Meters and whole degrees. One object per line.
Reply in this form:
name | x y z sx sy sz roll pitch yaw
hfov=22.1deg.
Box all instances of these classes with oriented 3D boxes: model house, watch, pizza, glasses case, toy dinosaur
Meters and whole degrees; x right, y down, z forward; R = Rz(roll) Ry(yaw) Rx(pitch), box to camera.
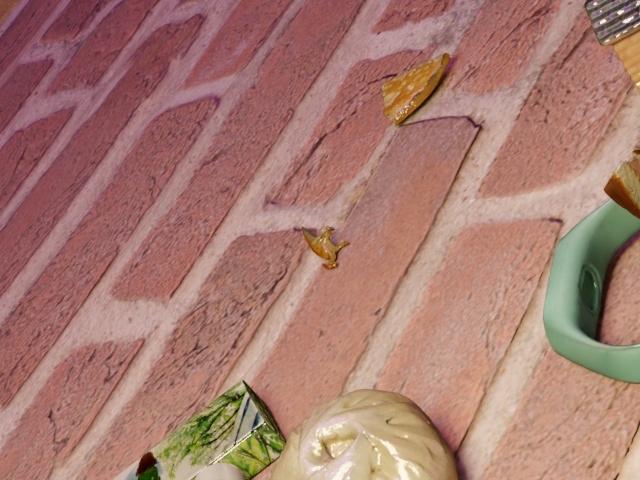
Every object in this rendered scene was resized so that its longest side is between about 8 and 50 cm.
model house | 0.385 -0.254 1.745 0.183 0.172 0.166 -31 23 18
watch | 0.309 0.029 1.550 0.195 0.068 0.237 -17 36 32
pizza | 0.116 -0.198 2.138 0.123 0.026 0.108 -49 28 -14
glasses case | -0.167 0.266 1.765 0.272 0.062 0.095 -38 28 2
toy dinosaur | 0.003 -0.002 1.984 0.041 0.026 0.113 -52 36 13

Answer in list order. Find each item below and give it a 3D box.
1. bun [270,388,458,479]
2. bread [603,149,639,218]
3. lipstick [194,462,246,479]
bun | 0.034 0.225 1.527 0.178 0.128 0.193 -35 31 5
bread | 0.303 -0.048 1.546 0.043 0.062 0.109 -45 -12 -2
lipstick | -0.083 0.314 1.604 0.059 0.059 0.264 -35 29 8
